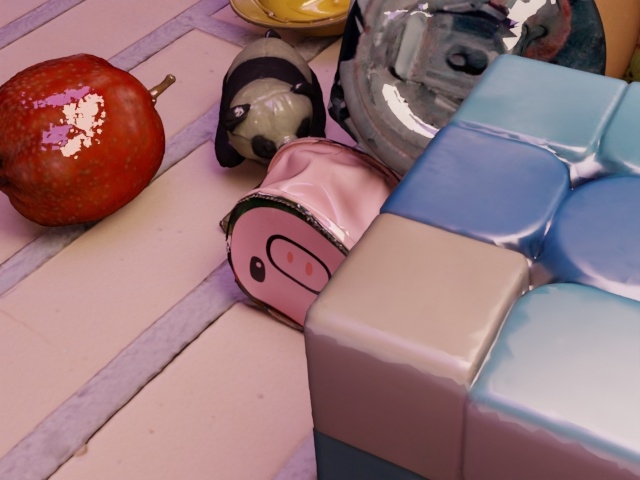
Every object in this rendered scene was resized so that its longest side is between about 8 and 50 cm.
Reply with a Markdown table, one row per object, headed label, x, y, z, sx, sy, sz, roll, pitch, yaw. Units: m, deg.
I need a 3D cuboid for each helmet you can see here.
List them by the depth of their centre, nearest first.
| label | x | y | z | sx | sy | sz | roll | pitch | yaw |
| --- | --- | --- | --- | --- | --- | --- | --- | --- | --- |
| helmet | -0.002 | -0.388 | 1.369 | 0.257 | 0.140 | 0.205 | -8 | 75 | 13 |

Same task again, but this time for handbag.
| label | x | y | z | sx | sy | sz | roll | pitch | yaw |
| --- | --- | --- | --- | --- | --- | --- | --- | --- | --- |
| handbag | -0.001 | 0.001 | 0.944 | 0.205 | 0.179 | 0.116 | 29 | 45 | 20 |

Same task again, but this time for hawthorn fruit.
| label | x | y | z | sx | sy | sz | roll | pitch | yaw |
| --- | --- | --- | --- | --- | --- | --- | --- | --- | --- |
| hawthorn fruit | -0.278 | -0.132 | 1.088 | 0.253 | 0.205 | 0.205 | -29 | 49 | -24 |

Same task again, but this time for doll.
| label | x | y | z | sx | sy | sz | roll | pitch | yaw |
| --- | --- | --- | --- | --- | --- | --- | --- | --- | --- |
| doll | -0.066 | -0.167 | 1.135 | 0.143 | 0.135 | 0.234 | -4 | 35 | 2 |

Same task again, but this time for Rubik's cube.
| label | x | y | z | sx | sy | sz | roll | pitch | yaw |
| --- | --- | --- | --- | --- | --- | --- | --- | --- | --- |
| Rubik's cube | 0.219 | 0.114 | 0.684 | 0.344 | 0.347 | 0.346 | 19 | 50 | 22 |

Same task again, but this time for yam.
| label | x | y | z | sx | sy | sz | roll | pitch | yaw |
| --- | --- | --- | --- | --- | --- | --- | --- | --- | --- |
| yam | -0.078 | -0.055 | 1.111 | 0.033 | 0.027 | 0.129 | 20 | 48 | 21 |

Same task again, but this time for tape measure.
| label | x | y | z | sx | sy | sz | roll | pitch | yaw |
| --- | --- | --- | --- | --- | --- | --- | --- | --- | --- |
| tape measure | 0.137 | -0.174 | 0.878 | 0.275 | 0.256 | 0.147 | 14 | 11 | 13 |

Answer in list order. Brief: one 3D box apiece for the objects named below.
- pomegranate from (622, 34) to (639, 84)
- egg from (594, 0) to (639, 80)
| label | x | y | z | sx | sy | sz | roll | pitch | yaw |
| --- | --- | --- | --- | --- | --- | --- | --- | --- | --- |
| pomegranate | 0.424 | -0.219 | 1.169 | 0.130 | 0.130 | 0.130 | -3 | 44 | 3 |
| egg | 0.222 | -0.252 | 1.092 | 0.301 | 0.301 | 0.374 | 28 | 73 | 29 |
